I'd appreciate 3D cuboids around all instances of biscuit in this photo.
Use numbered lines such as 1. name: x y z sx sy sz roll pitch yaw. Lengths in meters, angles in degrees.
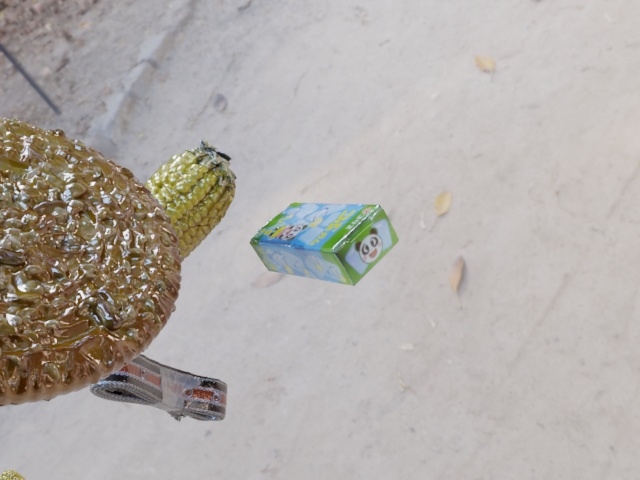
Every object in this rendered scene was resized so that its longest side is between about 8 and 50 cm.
1. biscuit: -0.245 -0.008 0.568 0.305 0.305 0.038 -103 33 -47

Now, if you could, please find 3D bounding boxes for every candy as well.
1. candy: 0.000 0.000 1.021 0.097 0.062 0.194 -42 27 -27

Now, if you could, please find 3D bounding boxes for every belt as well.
1. belt: -0.339 0.311 1.638 0.126 0.359 0.094 -15 61 30

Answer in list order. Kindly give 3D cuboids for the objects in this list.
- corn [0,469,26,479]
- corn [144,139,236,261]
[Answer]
1. corn: -0.367 0.323 0.960 0.092 0.037 0.037 36 72 10
2. corn: -0.222 0.006 0.961 0.115 0.115 0.318 24 66 45
